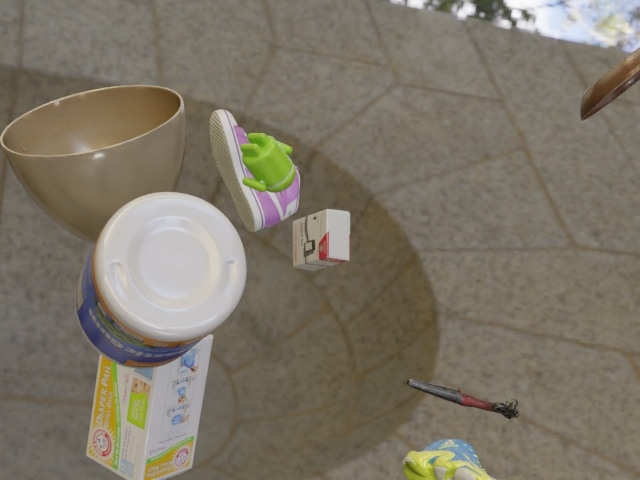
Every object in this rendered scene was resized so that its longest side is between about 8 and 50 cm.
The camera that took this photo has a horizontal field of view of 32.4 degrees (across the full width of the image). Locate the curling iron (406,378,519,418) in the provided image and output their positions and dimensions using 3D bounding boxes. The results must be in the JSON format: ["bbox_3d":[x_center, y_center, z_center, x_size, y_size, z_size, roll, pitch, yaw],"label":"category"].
[{"bbox_3d":[0.321,0.346,2.459,0.068,0.274,0.035,120,-16,-54],"label":"curling iron"}]

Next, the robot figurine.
[{"bbox_3d":[-0.085,-0.127,1.829,0.067,0.115,0.101,2,-129,42],"label":"robot figurine"}]

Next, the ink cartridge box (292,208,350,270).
[{"bbox_3d":[0.000,0.000,2.413,0.150,0.063,0.109,-18,-111,56],"label":"ink cartridge box"}]

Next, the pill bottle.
[{"bbox_3d":[-0.183,0.056,1.186,0.272,0.152,0.152,139,-46,-66],"label":"pill bottle"}]

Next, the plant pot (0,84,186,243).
[{"bbox_3d":[-0.338,-0.106,1.737,0.284,0.284,0.191,-125,-157,-61],"label":"plant pot"}]

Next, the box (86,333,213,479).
[{"bbox_3d":[-0.233,0.213,1.497,0.114,0.103,0.203,19,-73,34],"label":"box"}]

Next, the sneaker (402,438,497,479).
[{"bbox_3d":[0.276,0.427,2.057,0.240,0.126,0.091,17,-55,36],"label":"sneaker"}]

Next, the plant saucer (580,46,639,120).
[{"bbox_3d":[0.519,-0.282,1.895,0.036,0.198,0.198,52,-32,7],"label":"plant saucer"}]

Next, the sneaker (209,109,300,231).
[{"bbox_3d":[-0.140,-0.173,2.463,0.102,0.161,0.282,-11,-79,64],"label":"sneaker"}]
